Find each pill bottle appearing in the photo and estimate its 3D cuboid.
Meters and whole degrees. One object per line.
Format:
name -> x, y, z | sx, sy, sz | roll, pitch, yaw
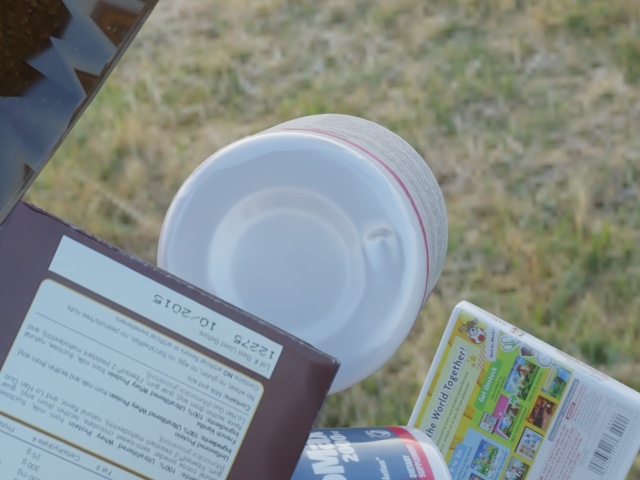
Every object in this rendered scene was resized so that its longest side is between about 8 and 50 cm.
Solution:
pill bottle -> -0.028, 0.154, 1.033 | 0.180, 0.108, 0.108 | 0, 33, -24
pill bottle -> 0.000, 0.000, 1.263 | 0.160, 0.160, 0.283 | -3, 7, 8

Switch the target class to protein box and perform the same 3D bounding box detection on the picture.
protein box -> -0.128, 0.099, 0.697 | 0.200, 0.136, 0.201 | 5, 69, 62

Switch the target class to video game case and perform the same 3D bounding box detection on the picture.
video game case -> 0.182, 0.197, 1.822 | 0.206, 0.227, 0.026 | 28, 30, 16

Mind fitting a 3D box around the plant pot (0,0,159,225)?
plant pot -> -0.154, -0.096, 0.409 | 0.230, 0.215, 0.215 | 35, 47, -2
